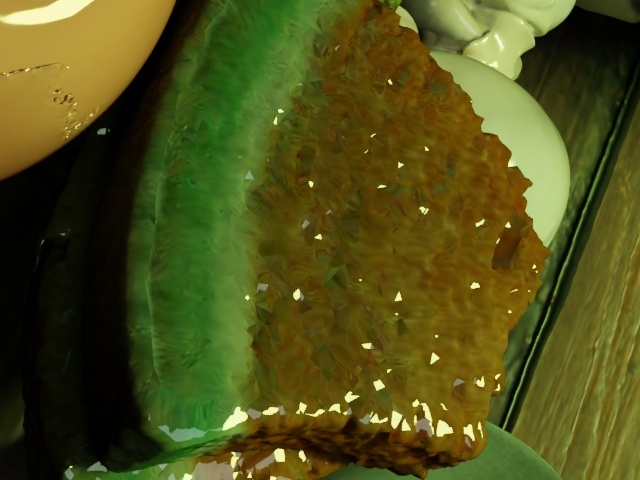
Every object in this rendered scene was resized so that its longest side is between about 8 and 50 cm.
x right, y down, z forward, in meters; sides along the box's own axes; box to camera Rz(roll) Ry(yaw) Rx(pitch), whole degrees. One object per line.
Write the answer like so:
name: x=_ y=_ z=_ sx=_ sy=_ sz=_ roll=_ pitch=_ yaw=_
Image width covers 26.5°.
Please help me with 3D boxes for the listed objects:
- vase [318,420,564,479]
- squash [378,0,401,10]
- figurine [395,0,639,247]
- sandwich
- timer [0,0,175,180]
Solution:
vase: x=-0.012 y=0.217 z=0.612 sx=0.291 sy=0.245 sz=0.245 roll=-25 pitch=104 yaw=-40
squash: x=0.003 y=-0.205 z=0.652 sx=0.094 sy=0.094 sz=0.224 roll=-9 pitch=81 yaw=-34
figurine: x=0.089 y=-0.069 z=0.726 sx=0.144 sy=0.182 sz=0.257 roll=19 pitch=85 yaw=9
sandwich: x=-0.013 y=0.003 z=0.558 sx=0.212 sy=0.109 sz=0.292 roll=39 pitch=61 yaw=-7
timer: x=-0.165 y=-0.127 z=0.499 sx=0.229 sy=0.215 sz=0.230 roll=-6 pitch=100 yaw=-37
